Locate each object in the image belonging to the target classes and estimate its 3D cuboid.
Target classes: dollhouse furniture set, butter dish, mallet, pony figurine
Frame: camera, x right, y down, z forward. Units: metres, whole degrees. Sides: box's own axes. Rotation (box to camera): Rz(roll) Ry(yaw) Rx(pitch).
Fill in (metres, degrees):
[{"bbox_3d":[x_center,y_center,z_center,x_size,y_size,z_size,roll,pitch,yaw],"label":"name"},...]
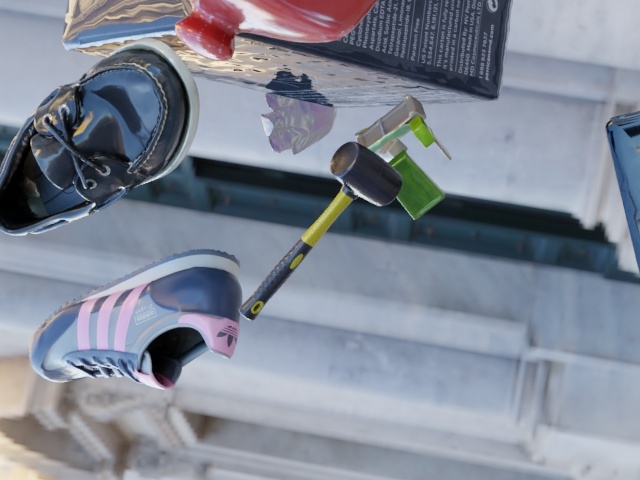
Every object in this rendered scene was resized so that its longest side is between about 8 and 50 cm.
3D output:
[{"bbox_3d":[0.085,-0.082,1.381,0.076,0.058,0.151,-38,20,12],"label":"dollhouse furniture set"},{"bbox_3d":[-0.038,-0.151,0.748,0.160,0.160,0.118,27,91,58],"label":"butter dish"},{"bbox_3d":[0.000,0.000,1.249,0.189,0.062,0.039,-56,34,17],"label":"mallet"},{"bbox_3d":[0.012,-0.300,1.902,0.351,0.363,0.302,-20,-99,-59],"label":"pony figurine"}]

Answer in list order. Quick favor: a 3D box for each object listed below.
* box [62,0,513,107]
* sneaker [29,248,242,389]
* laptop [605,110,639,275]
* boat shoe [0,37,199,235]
[{"bbox_3d":[-0.030,-0.281,1.536,0.396,0.294,0.211,8,-92,-39],"label":"box"},{"bbox_3d":[-0.223,0.123,1.643,0.112,0.319,0.131,26,-133,-44],"label":"sneaker"},{"bbox_3d":[0.555,0.025,1.542,0.408,0.382,0.236,52,-149,-53],"label":"laptop"},{"bbox_3d":[-0.238,-0.087,1.388,0.113,0.127,0.340,-36,8,-38],"label":"boat shoe"}]
